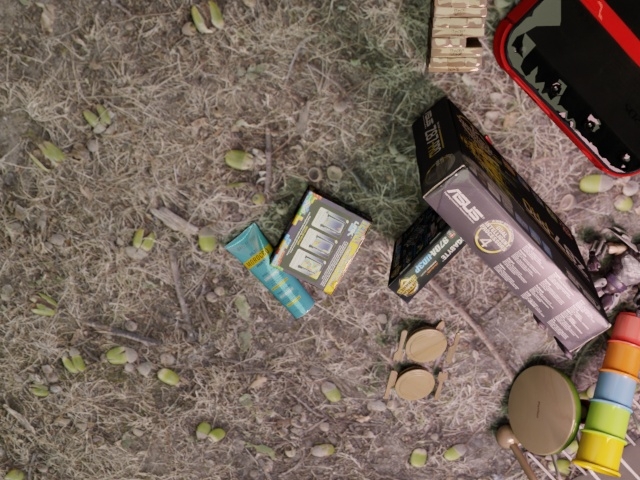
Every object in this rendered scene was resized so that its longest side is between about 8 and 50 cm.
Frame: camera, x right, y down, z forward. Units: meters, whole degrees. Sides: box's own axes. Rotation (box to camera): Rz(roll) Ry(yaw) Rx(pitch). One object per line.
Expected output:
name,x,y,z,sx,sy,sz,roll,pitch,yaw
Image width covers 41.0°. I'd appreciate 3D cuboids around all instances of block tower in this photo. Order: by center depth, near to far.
block tower,0.233,-0.449,1.428,0.097,0.091,0.335,0,116,2

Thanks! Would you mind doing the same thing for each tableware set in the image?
tableware set,0.206,0.253,1.797,0.128,0.039,0.194,4,122,-12

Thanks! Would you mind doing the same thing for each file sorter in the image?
file sorter,0.590,0.475,1.800,0.278,0.193,0.173,-40,105,19

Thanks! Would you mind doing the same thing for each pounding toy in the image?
pounding toy,0.484,0.375,1.788,0.110,0.183,0.237,8,115,-31

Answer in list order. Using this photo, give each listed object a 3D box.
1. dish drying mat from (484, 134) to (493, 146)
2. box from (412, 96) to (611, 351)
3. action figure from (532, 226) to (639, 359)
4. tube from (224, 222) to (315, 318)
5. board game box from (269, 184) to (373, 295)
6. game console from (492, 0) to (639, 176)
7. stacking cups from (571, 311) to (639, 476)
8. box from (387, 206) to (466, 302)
dish drying mat,0.316,-0.156,1.610,0.032,0.008,0.083,-25,111,15
box,0.321,-0.037,1.486,0.097,0.318,0.395,-38,110,23
action figure,0.559,0.097,1.670,0.185,0.099,0.285,45,106,0
tube,-0.095,0.064,1.719,0.080,0.052,0.207,-39,102,8
board game box,0.000,0.000,1.664,0.141,0.048,0.170,27,103,-11
game console,0.533,-0.331,1.497,0.386,0.060,0.342,41,105,-17
stacking cups,0.578,0.295,1.678,0.096,0.096,0.316,20,79,-7
box,0.203,-0.001,1.572,0.051,0.220,0.175,40,111,-8
